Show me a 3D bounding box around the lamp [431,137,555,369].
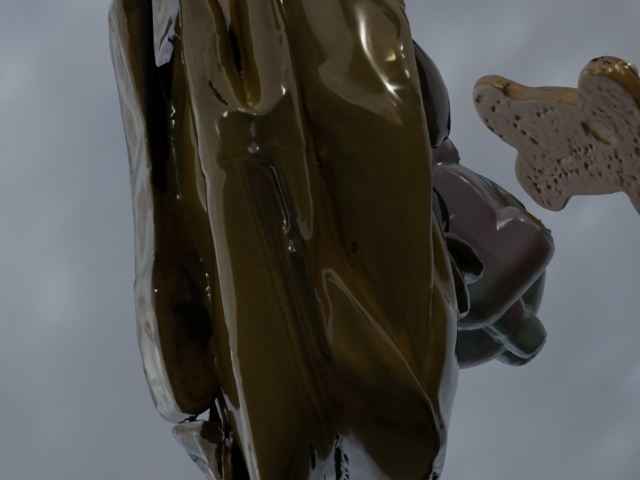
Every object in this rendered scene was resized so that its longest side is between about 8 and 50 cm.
[{"bbox_3d":[0.102,0.037,1.067,0.247,0.247,0.301,-49,-14,0],"label":"lamp"}]

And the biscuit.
[{"bbox_3d":[0.326,-0.107,1.195,0.047,0.340,0.216,-48,-63,-26],"label":"biscuit"}]

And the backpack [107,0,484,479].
[{"bbox_3d":[-0.006,0.002,0.689,0.201,0.378,0.353,-11,-16,2],"label":"backpack"}]
